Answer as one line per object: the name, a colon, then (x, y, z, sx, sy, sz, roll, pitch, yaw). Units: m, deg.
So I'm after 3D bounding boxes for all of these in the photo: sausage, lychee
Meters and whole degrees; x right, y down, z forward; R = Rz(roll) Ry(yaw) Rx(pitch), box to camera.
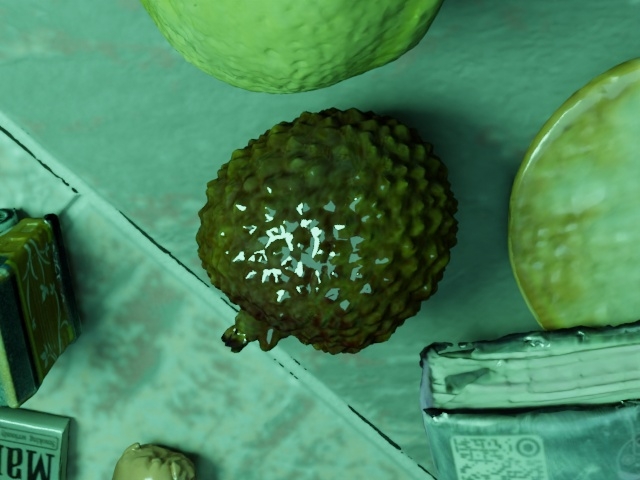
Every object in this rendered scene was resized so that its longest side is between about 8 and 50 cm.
sausage: (-0.178, 0.328, 1.189, 0.086, 0.086, 0.289, 12, 116, 2)
lychee: (0.000, 0.000, 0.966, 0.200, 0.200, 0.238, 36, 107, -9)

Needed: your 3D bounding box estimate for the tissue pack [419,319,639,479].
tissue pack: (0.240, 0.249, 1.058, 0.259, 0.122, 0.361, -8, 123, 14)

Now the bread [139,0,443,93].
bread: (-0.039, -0.257, 0.795, 0.237, 0.320, 0.321, -21, 110, -2)

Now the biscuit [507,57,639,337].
biscuit: (0.268, 0.011, 1.011, 0.204, 0.040, 0.309, -31, 108, 18)

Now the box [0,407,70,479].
box: (-0.338, 0.213, 1.186, 0.177, 0.036, 0.115, 11, 115, 3)

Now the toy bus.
toy bus: (-0.372, 0.065, 1.054, 0.275, 0.167, 0.139, -2, 114, 10)
